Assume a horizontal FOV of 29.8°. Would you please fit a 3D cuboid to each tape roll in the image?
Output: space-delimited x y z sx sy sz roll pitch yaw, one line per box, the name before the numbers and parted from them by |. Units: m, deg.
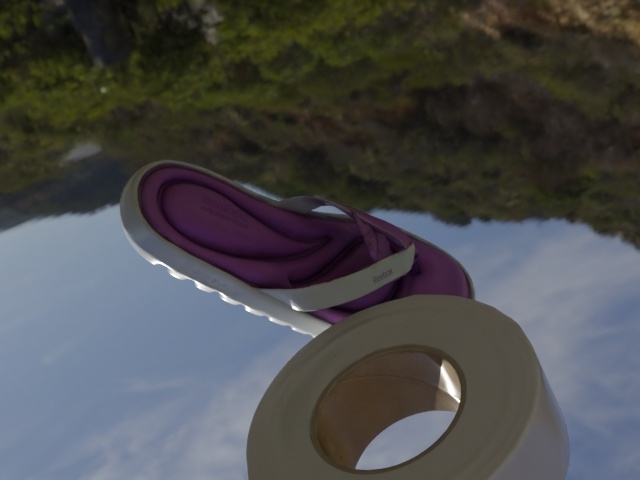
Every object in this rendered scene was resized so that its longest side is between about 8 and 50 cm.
tape roll | 0.076 0.183 1.098 0.286 0.100 0.286 -18 -143 14

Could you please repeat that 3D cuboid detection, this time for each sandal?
sandal | 0.001 0.013 1.226 0.416 0.169 0.102 14 142 -27
